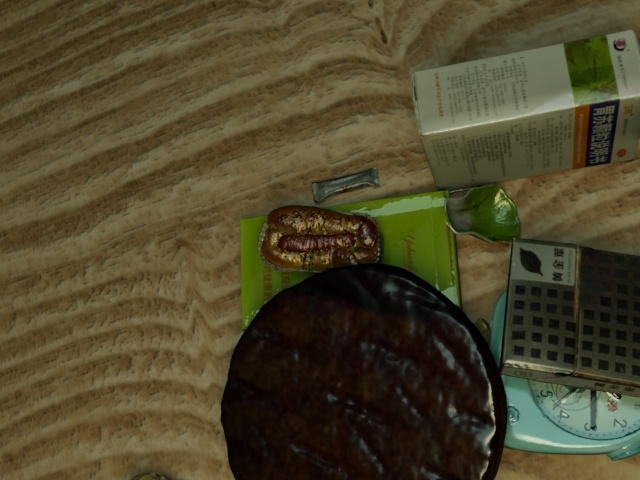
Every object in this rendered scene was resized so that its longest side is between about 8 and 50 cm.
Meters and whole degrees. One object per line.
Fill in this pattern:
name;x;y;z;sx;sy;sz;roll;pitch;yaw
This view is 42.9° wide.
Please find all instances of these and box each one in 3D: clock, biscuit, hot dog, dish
clock;0.359;0.182;1.085;0.274;0.094;0.224;7;74;15
biscuit;0.054;0.235;1.114;0.407;0.091;0.407;-6;77;26
hot dog;0.000;0.000;1.215;0.191;0.059;0.108;6;78;15
dish;0.228;-0.031;1.200;0.137;0.039;0.091;-5;70;-28

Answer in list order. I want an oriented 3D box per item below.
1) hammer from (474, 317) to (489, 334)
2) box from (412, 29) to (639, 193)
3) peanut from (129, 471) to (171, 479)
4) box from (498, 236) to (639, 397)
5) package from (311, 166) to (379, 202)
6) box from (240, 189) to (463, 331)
hammer;0.158;0.173;1.145;0.199;0.013;0.062;-45;60;22
box;0.295;-0.176;1.162;0.299;0.200;0.106;-10;68;12
peanut;-0.211;0.428;1.162;0.098;0.090;0.214;-19;66;-23
box;0.395;0.105;1.021;0.325;0.047;0.180;9;64;7
package;0.040;-0.089;1.304;0.110;0.015;0.037;-14;70;12
box;0.041;0.035;1.246;0.335;0.047;0.187;-7;70;14
